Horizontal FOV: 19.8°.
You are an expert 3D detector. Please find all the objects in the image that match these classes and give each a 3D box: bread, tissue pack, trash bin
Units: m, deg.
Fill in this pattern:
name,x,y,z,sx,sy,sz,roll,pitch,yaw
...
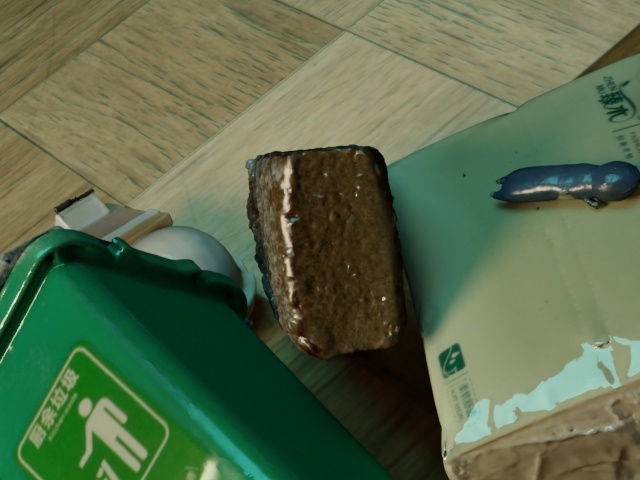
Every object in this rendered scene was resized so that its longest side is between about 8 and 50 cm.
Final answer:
name,x,y,z,sx,sy,sz,roll,pitch,yaw
bread,0.000,0.000,1.556,0.113,0.165,0.416,-10,2,-3
tissue pack,0.225,0.053,1.485,0.297,0.207,0.380,-23,37,7
trash bin,-0.106,0.189,1.469,0.381,0.295,0.259,39,103,39

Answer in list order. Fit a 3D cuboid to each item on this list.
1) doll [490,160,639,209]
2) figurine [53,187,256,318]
name,x,y,z,sx,sy,sz,roll,pitch,yaw
doll,0.191,-0.044,1.428,0.125,0.027,0.037,-2,42,32
figurine,-0.165,0.045,1.805,0.236,0.141,0.162,18,33,31
